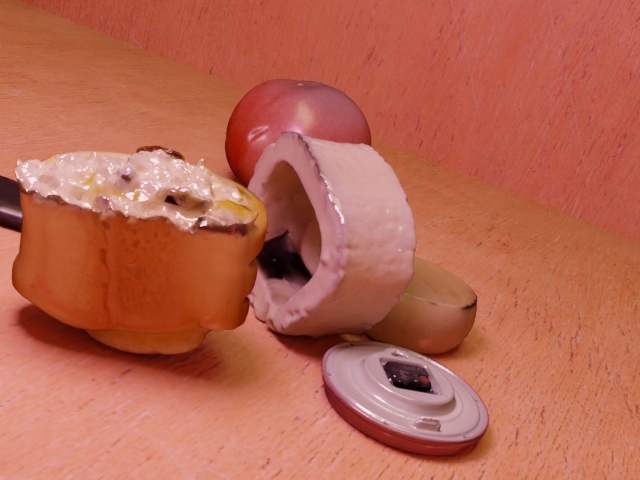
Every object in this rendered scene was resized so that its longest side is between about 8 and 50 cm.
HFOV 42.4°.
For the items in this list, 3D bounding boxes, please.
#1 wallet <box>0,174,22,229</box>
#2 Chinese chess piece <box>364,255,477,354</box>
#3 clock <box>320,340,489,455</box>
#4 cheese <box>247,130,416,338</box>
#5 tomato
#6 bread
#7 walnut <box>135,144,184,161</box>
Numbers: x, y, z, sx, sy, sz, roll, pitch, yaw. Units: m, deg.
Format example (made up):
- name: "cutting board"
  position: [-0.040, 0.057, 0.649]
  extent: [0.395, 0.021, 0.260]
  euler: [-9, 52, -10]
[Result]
- name: "wallet"
  position: [-0.486, -0.058, 1.372]
  extent: [0.309, 0.042, 0.165]
  euler: [17, 20, -3]
- name: "Chinese chess piece"
  position: [0.142, 0.098, 1.413]
  extent: [0.250, 0.097, 0.251]
  euler: [17, 18, -6]
- name: "clock"
  position: [0.116, 0.208, 1.140]
  extent: [0.244, 0.056, 0.244]
  euler: [16, 18, -5]
- name: "cheese"
  position: [0.001, 0.002, 1.277]
  extent: [0.153, 0.292, 0.332]
  euler: [8, 33, -28]
- name: "tomato"
  position: [-0.054, -0.223, 1.871]
  extent: [0.341, 0.273, 0.341]
  euler: [16, 18, -6]
- name: "bread"
  position: [-0.228, 0.008, 1.067]
  extent: [0.315, 0.270, 0.211]
  euler: [9, 34, -2]
- name: "walnut"
  position: [-0.351, -0.166, 1.785]
  extent: [0.091, 0.052, 0.121]
  euler: [32, 25, 33]
